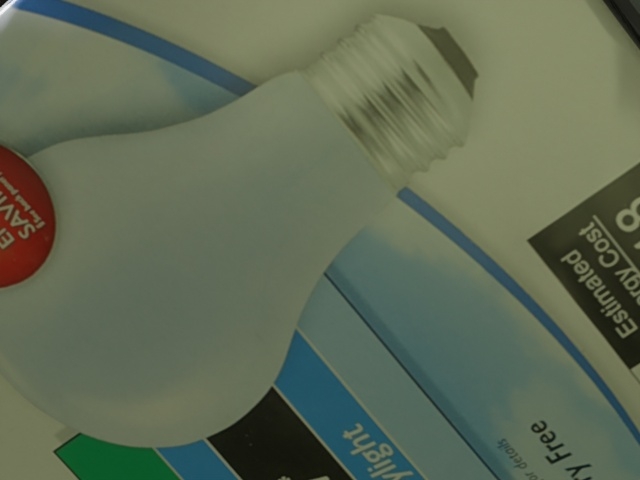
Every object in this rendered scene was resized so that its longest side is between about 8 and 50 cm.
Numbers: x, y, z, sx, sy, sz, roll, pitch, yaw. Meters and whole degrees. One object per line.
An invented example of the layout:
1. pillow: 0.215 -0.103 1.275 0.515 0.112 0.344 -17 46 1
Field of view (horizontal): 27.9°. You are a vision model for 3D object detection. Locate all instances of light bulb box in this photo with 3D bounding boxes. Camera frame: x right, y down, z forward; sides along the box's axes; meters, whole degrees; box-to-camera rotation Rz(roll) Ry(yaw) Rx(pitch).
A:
1. light bulb box: 0.000 0.000 0.621 0.361 0.225 0.358 -37 102 19

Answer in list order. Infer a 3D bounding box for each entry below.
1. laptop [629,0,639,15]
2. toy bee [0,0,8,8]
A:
1. laptop: 0.305 0.047 0.726 0.382 0.236 0.408 19 141 -1
2. toy bee: -0.227 -0.096 0.825 0.298 0.162 0.195 -32 92 48
